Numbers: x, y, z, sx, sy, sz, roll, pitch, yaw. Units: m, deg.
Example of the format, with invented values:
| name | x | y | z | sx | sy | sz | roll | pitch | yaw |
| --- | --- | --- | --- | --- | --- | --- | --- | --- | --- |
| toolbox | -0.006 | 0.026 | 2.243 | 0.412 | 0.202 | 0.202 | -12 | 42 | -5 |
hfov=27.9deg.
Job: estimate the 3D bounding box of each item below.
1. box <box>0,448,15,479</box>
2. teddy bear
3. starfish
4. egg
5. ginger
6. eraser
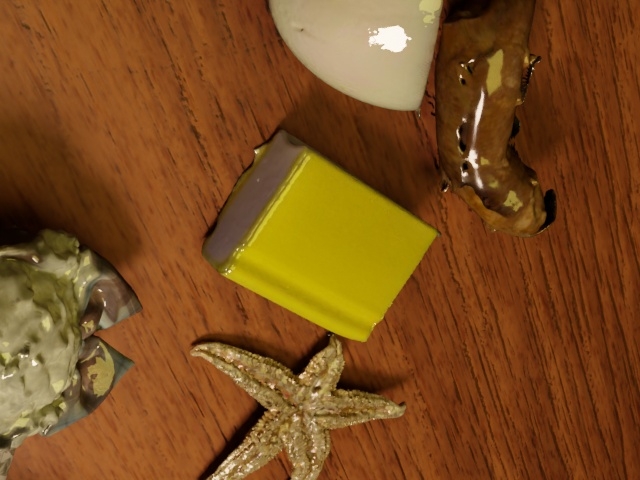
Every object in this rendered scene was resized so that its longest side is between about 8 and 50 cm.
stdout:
| name | x | y | z | sx | sy | sz | roll | pitch | yaw |
| --- | --- | --- | --- | --- | --- | --- | --- | --- | --- |
| box | -0.341 | 0.214 | 1.286 | 0.062 | 0.045 | 0.098 | 7 | 112 | -32 |
| teddy bear | -0.392 | 0.061 | 1.132 | 0.375 | 0.362 | 0.327 | 12 | 92 | 10 |
| starfish | -0.045 | 0.207 | 1.458 | 0.295 | 0.048 | 0.231 | 23 | 102 | -36 |
| egg | 0.035 | -0.251 | 1.179 | 0.161 | 0.206 | 0.271 | 7 | 104 | 1 |
| ginger | 0.182 | -0.141 | 1.373 | 0.133 | 0.107 | 0.309 | -14 | 118 | -8 |
| eraser | 0.000 | 0.000 | 1.360 | 0.226 | 0.069 | 0.158 | 30 | 98 | -38 |
